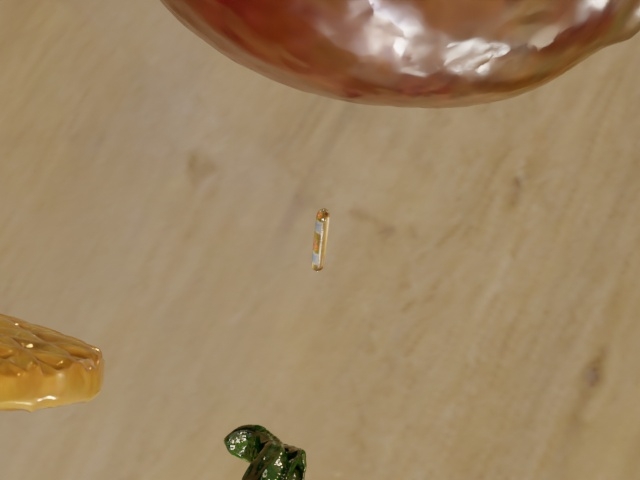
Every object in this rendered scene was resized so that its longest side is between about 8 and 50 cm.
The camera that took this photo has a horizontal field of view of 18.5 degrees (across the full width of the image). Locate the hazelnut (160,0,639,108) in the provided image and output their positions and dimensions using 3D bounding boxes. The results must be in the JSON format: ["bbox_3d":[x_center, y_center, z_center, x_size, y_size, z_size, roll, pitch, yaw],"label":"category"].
[{"bbox_3d":[0.062,-0.281,1.322,0.421,0.352,0.420,7,55,-9],"label":"hazelnut"}]

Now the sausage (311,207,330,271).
[{"bbox_3d":[0.000,0.000,2.016,0.015,0.100,0.015,2,50,-3],"label":"sausage"}]

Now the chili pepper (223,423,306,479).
[{"bbox_3d":[-0.049,0.200,1.584,0.050,0.073,0.182,36,26,-17],"label":"chili pepper"}]

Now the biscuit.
[{"bbox_3d":[-0.244,0.068,1.238,0.309,0.205,0.040,2,99,-65],"label":"biscuit"}]
